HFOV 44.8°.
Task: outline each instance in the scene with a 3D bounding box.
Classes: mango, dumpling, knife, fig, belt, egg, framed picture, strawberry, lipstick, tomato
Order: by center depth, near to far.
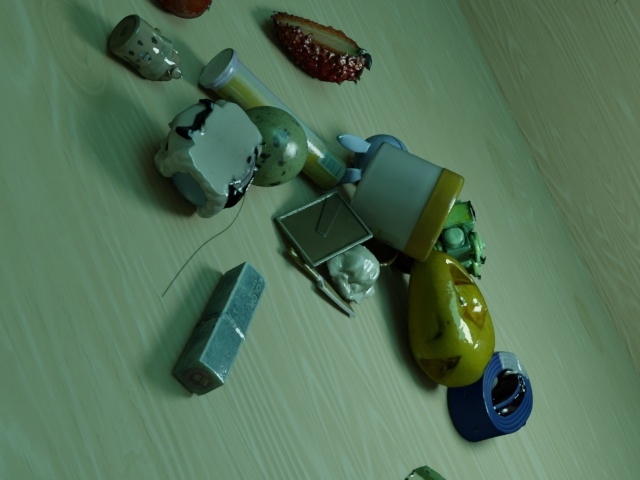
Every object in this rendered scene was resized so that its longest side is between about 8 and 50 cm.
[{"bbox_3d":[-0.176,0.153,1.435,0.077,0.076,0.289,49,34,-20],"label":"lipstick"},{"bbox_3d":[-0.112,-0.205,1.711,0.177,0.177,0.228,67,19,7],"label":"egg"},{"bbox_3d":[-0.297,-0.600,1.749,0.151,0.187,0.187,28,41,-12],"label":"tomato"},{"bbox_3d":[0.003,0.103,1.791,0.256,0.022,0.046,46,14,-32],"label":"knife"},{"bbox_3d":[0.010,-0.029,1.806,0.203,0.015,0.150,-27,73,-38],"label":"framed picture"},{"bbox_3d":[0.078,0.077,1.848,0.188,0.108,0.127,60,38,-29],"label":"dumpling"},{"bbox_3d":[0.326,0.200,2.026,0.253,0.182,0.364,-8,77,-46],"label":"mango"},{"bbox_3d":[0.474,0.431,2.156,0.347,0.117,0.212,-16,81,-57],"label":"belt"},{"bbox_3d":[0.263,0.040,2.159,0.155,0.103,0.109,2,101,-67],"label":"fig"},{"bbox_3d":[-0.021,-0.534,2.174,0.307,0.137,0.233,18,28,-18],"label":"strawberry"}]

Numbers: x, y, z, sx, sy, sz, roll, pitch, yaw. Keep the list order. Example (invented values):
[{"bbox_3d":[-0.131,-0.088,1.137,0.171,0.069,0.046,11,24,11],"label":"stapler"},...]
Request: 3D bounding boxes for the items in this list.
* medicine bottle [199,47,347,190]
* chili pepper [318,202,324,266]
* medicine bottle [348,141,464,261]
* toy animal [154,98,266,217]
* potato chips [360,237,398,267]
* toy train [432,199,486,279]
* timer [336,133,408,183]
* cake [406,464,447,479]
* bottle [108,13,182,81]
[{"bbox_3d":[-0.102,-0.273,1.853,0.426,0.108,0.108,41,37,-34],"label":"medicine bottle"},{"bbox_3d":[-0.001,-0.003,1.835,0.088,0.065,0.168,39,42,-32],"label":"chili pepper"},{"bbox_3d":[0.209,-0.098,1.948,0.232,0.237,0.238,26,33,7],"label":"medicine bottle"},{"bbox_3d":[-0.226,-0.159,1.524,0.204,0.156,0.208,47,44,-22],"label":"toy animal"},{"bbox_3d":[0.125,0.013,2.010,0.150,0.049,0.201,41,35,-1],"label":"potato chips"},{"bbox_3d":[0.380,0.014,2.236,0.271,0.159,0.188,72,7,-63],"label":"toy train"},{"bbox_3d":[0.124,-0.220,2.132,0.256,0.175,0.175,6,58,-21],"label":"timer"},{"bbox_3d":[0.286,0.668,1.759,0.284,0.172,0.158,36,17,20],"label":"cake"},{"bbox_3d":[-0.347,-0.382,1.582,0.152,0.099,0.098,33,42,-45],"label":"bottle"}]
